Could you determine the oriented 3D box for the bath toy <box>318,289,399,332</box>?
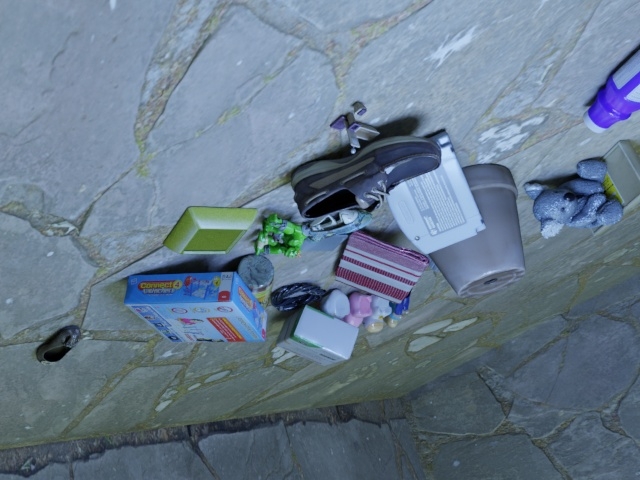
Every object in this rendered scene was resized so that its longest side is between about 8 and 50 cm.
[{"bbox_3d":[0.131,0.246,2.475,0.348,0.151,0.129,9,174,-39],"label":"bath toy"}]

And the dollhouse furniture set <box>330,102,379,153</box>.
[{"bbox_3d":[0.098,-0.222,1.473,0.114,0.081,0.091,8,147,-44],"label":"dollhouse furniture set"}]

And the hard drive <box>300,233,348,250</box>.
[{"bbox_3d":[0.000,0.000,1.969,0.135,0.022,0.094,1,151,-35],"label":"hard drive"}]

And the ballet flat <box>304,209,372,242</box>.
[{"bbox_3d":[0.044,-0.048,1.853,0.188,0.070,0.070,-21,156,1],"label":"ballet flat"}]

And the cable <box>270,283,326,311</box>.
[{"bbox_3d":[-0.073,0.177,2.294,0.184,0.047,0.150,-12,151,-4],"label":"cable"}]

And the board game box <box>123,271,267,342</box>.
[{"bbox_3d":[-0.334,0.192,1.944,0.301,0.086,0.308,-3,152,12],"label":"board game box"}]

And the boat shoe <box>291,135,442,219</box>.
[{"bbox_3d":[0.105,-0.124,1.566,0.355,0.130,0.132,-16,152,23],"label":"boat shoe"}]

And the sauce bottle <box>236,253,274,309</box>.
[{"bbox_3d":[-0.201,0.156,2.074,0.111,0.111,0.344,-11,157,-13],"label":"sauce bottle"}]

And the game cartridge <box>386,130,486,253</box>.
[{"bbox_3d":[0.266,-0.107,1.712,0.198,0.062,0.297,-20,125,16],"label":"game cartridge"}]

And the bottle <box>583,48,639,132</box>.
[{"bbox_3d":[0.713,-0.352,1.581,0.118,0.092,0.283,-3,153,-26],"label":"bottle"}]

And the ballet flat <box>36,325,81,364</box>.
[{"bbox_3d":[-0.793,0.332,2.127,0.084,0.058,0.250,8,146,-43],"label":"ballet flat"}]

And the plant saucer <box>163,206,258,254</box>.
[{"bbox_3d":[-0.267,-0.015,1.732,0.188,0.045,0.188,0,151,-34],"label":"plant saucer"}]

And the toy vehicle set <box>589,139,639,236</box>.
[{"bbox_3d":[0.835,-0.145,2.020,0.035,0.166,0.267,-10,156,-19],"label":"toy vehicle set"}]

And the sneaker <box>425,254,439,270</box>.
[{"bbox_3d":[0.425,0.023,2.217,0.091,0.094,0.258,-19,166,-28],"label":"sneaker"}]

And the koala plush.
[{"bbox_3d":[0.703,-0.101,2.018,0.221,0.196,0.203,-13,166,-19],"label":"koala plush"}]

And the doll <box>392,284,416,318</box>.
[{"bbox_3d":[0.286,0.184,2.438,0.129,0.046,0.189,-29,135,-36],"label":"doll"}]

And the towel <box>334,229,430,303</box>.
[{"bbox_3d":[0.174,0.084,2.098,0.237,0.037,0.329,22,154,2],"label":"towel"}]

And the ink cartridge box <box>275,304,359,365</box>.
[{"bbox_3d":[-0.017,0.331,2.399,0.201,0.117,0.278,25,160,-9],"label":"ink cartridge box"}]

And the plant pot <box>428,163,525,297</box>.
[{"bbox_3d":[0.415,-0.007,1.912,0.323,0.280,0.323,-13,155,-6],"label":"plant pot"}]

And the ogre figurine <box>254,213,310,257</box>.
[{"bbox_3d":[-0.098,-0.009,1.808,0.118,0.097,0.197,9,134,-13],"label":"ogre figurine"}]
